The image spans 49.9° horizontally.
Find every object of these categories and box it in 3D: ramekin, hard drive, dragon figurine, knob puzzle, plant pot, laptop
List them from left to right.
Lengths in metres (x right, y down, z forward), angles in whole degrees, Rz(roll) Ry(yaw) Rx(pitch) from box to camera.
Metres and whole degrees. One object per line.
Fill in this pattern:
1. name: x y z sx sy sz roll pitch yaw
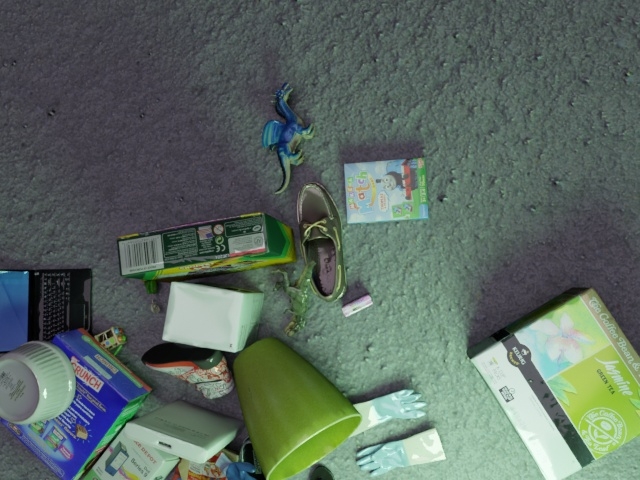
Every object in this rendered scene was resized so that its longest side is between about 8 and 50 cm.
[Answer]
1. ramekin: -0.735 0.363 1.731 0.207 0.109 0.207 1 95 19
2. laptop: -0.781 0.193 1.887 0.265 0.136 0.234 -1 86 9
3. hard drive: -0.327 0.466 1.706 0.203 0.307 0.040 16 89 10
4. knob puzzle: -0.288 0.617 1.791 0.213 0.030 0.213 2 95 29
5. dragon figurine: -0.105 -0.269 1.834 0.144 0.085 0.289 21 89 10
6. plant pot: -0.090 0.396 1.715 0.275 0.275 0.293 -39 65 5

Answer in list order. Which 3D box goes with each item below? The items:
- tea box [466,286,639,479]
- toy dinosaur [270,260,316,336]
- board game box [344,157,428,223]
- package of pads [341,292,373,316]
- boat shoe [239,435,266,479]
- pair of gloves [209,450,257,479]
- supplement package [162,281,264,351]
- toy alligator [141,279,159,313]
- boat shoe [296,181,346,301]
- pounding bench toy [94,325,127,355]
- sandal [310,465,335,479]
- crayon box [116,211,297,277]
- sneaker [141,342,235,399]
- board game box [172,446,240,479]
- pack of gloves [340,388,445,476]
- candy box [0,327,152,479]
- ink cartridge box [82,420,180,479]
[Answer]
1. tea box: 0.570 0.325 1.615 0.324 0.220 0.329 -33 82 5
2. toy dinosaur: -0.072 0.125 1.779 0.118 0.064 0.268 32 132 23
3. board game box: 0.172 -0.129 1.803 0.212 0.039 0.160 -4 86 10
4. package of pads: 0.096 0.167 1.788 0.083 0.050 0.032 -28 88 6
5. boat shoe: -0.152 0.647 1.742 0.108 0.102 0.301 -7 85 8
6. pair of gloves: -0.220 0.624 1.715 0.159 0.023 0.198 35 109 27
7. supplement package: -0.270 0.191 1.770 0.194 0.203 0.149 8 88 9
8. toy alligator: -0.467 0.105 1.888 0.051 0.056 0.189 -6 85 51
9. boat shoe: 0.000 0.000 1.792 0.117 0.097 0.324 -10 85 8
10. pounding bench toy: -0.566 0.284 1.888 0.065 0.052 0.083 -26 83 6
11. sandal: -0.005 0.674 1.775 0.067 0.040 0.179 12 88 10
12. crayon box: -0.270 0.027 1.724 0.363 0.313 0.106 -9 81 9
13. sneaker: -0.350 0.352 1.826 0.270 0.090 0.145 -6 120 32
14. board game box: -0.245 0.630 1.825 0.281 0.027 0.145 18 88 10
15. pack of gloves: 0.182 0.489 1.767 0.232 0.046 0.195 -19 89 14
16. candy box: -0.652 0.437 1.833 0.268 0.122 0.317 40 105 9
17. ink cartridge box: -0.501 0.607 1.826 0.154 0.093 0.212 40 91 20
